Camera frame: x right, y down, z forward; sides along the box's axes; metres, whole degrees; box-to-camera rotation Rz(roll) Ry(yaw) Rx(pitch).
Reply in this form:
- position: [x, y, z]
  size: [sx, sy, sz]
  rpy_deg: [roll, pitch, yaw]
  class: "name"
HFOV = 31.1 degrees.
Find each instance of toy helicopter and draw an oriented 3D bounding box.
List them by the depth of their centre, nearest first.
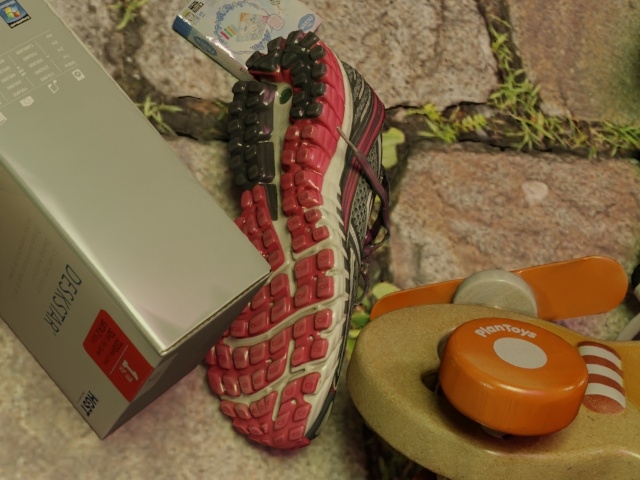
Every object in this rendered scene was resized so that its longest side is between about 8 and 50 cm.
- position: [0.184, 0.089, 0.784]
  size: [0.355, 0.140, 0.235]
  rpy_deg: [0, 27, -22]
  class: "toy helicopter"

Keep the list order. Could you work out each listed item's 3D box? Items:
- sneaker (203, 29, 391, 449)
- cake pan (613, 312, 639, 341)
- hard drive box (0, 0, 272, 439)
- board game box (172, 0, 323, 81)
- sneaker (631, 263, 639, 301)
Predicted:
- position: [0.000, 0.000, 0.813]
  size: [0.112, 0.121, 0.299]
  rpy_deg: [28, 61, -44]
  class: "sneaker"
- position: [0.324, 0.183, 0.888]
  size: [0.293, 0.054, 0.293]
  rpy_deg: [9, 63, -18]
  class: "cake pan"
- position: [-0.157, -0.013, 0.710]
  size: [0.089, 0.181, 0.232]
  rpy_deg: [-38, 83, -32]
  class: "hard drive box"
- position: [-0.057, -0.175, 0.924]
  size: [0.090, 0.020, 0.090]
  rpy_deg: [37, 57, -1]
  class: "board game box"
- position: [0.300, -0.033, 0.976]
  size: [0.217, 0.079, 0.121]
  rpy_deg: [-28, 75, -39]
  class: "sneaker"
